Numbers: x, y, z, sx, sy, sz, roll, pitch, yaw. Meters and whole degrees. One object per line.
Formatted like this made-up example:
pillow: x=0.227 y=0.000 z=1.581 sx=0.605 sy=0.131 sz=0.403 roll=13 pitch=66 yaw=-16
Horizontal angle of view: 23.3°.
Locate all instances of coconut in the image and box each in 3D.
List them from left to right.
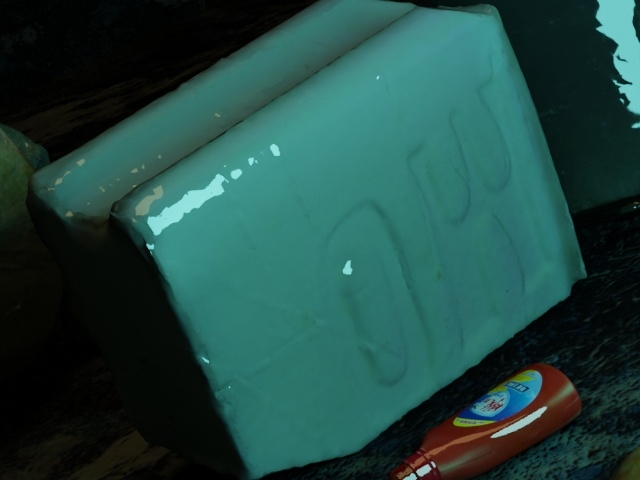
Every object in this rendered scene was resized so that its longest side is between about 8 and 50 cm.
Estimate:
coconut: x=-0.475 y=0.024 z=1.741 sx=0.405 sy=0.404 sz=0.404 roll=-18 pitch=18 yaw=6

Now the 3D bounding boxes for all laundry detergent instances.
laundry detergent: x=0.123 y=0.156 z=1.242 sx=0.165 sy=0.049 sz=0.097 roll=-28 pitch=12 yaw=-19

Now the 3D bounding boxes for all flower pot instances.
flower pot: x=0.281 y=-0.150 z=1.553 sx=0.379 sy=0.251 sz=0.379 roll=-15 pitch=-6 yaw=-2

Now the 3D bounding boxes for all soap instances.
soap: x=0.000 y=0.000 z=1.399 sx=0.435 sy=0.350 sz=0.213 roll=-33 pitch=29 yaw=-30

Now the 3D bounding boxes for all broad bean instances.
broad bean: x=-0.227 y=0.078 z=1.822 sx=0.175 sy=0.082 sz=0.124 roll=-2 pitch=24 yaw=20

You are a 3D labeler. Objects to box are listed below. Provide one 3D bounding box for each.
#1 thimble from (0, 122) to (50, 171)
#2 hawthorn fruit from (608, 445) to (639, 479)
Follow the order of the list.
thimble: x=-0.531 y=-0.084 z=2.416 sx=0.235 sy=0.198 sz=0.143 roll=-17 pitch=19 yaw=29
hawthorn fruit: x=0.228 y=0.183 z=0.892 sx=0.149 sy=0.149 sz=0.189 roll=-14 pitch=15 yaw=19
